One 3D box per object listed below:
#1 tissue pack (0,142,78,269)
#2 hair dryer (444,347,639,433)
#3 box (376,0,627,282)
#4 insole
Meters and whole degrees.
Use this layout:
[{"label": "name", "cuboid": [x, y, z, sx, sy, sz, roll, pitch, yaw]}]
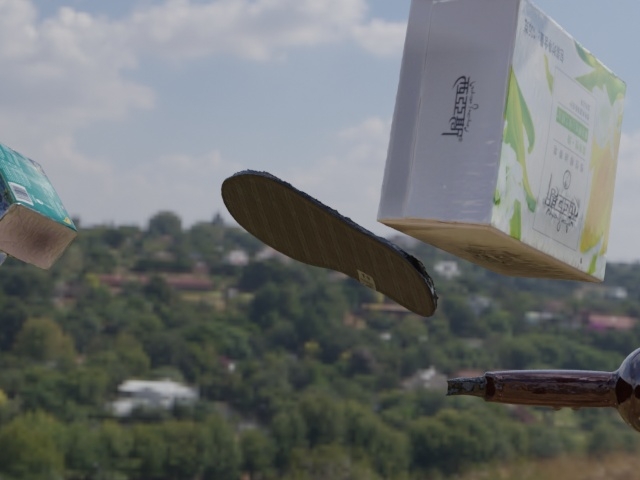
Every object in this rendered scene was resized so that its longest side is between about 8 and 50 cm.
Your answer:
[{"label": "tissue pack", "cuboid": [-0.293, -0.027, 1.262, 0.085, 0.079, 0.111, 30, 18, -48]}, {"label": "hair dryer", "cuboid": [0.317, 0.188, 1.695, 0.340, 0.123, 0.312, -1, -4, 14]}, {"label": "box", "cuboid": [0.165, -0.080, 1.168, 0.111, 0.195, 0.260, 4, -8, 31]}, {"label": "insole", "cuboid": [0.000, 0.000, 1.260, 0.012, 0.110, 0.309, -36, 40, -24]}]
